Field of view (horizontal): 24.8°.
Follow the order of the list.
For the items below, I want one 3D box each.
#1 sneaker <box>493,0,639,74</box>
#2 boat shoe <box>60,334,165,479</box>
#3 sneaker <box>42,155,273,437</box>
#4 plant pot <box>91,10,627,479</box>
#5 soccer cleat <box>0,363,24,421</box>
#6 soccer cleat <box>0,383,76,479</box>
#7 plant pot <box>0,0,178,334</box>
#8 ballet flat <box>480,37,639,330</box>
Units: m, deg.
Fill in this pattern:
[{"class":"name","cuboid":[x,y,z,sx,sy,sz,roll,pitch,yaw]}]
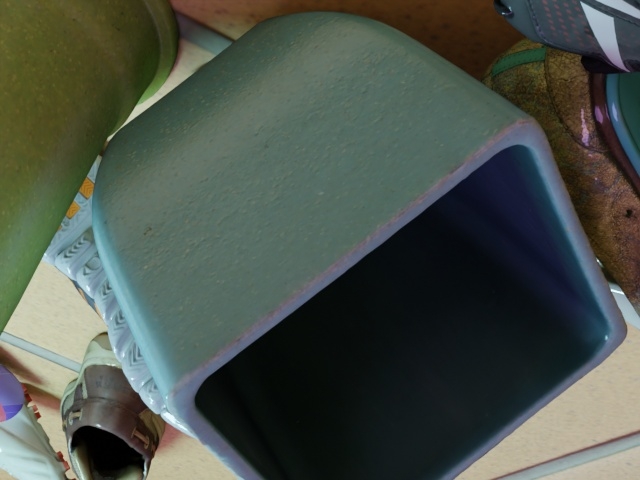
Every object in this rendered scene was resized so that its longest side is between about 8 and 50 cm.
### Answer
[{"class":"sneaker","cuboid":[0.123,-0.170,0.737,0.135,0.098,0.276,-13,142,38]},{"class":"boat shoe","cuboid":[-0.235,0.220,1.594,0.123,0.123,0.342,18,152,-6]},{"class":"sneaker","cuboid":[-0.104,0.057,1.160,0.321,0.124,0.180,47,179,31]},{"class":"plant pot","cuboid":[0.000,0.000,0.923,0.252,0.247,0.248,51,177,40]},{"class":"soccer cleat","cuboid":[-0.407,0.123,1.556,0.095,0.083,0.248,-20,134,40]},{"class":"soccer cleat","cuboid":[-0.330,0.248,1.642,0.076,0.196,0.068,-29,150,-14]},{"class":"plant pot","cuboid":[-0.259,-0.064,0.953,0.276,0.254,0.276,11,152,6]},{"class":"ballet flat","cuboid":[0.210,-0.012,0.970,0.123,0.123,0.348,-7,139,35]}]
